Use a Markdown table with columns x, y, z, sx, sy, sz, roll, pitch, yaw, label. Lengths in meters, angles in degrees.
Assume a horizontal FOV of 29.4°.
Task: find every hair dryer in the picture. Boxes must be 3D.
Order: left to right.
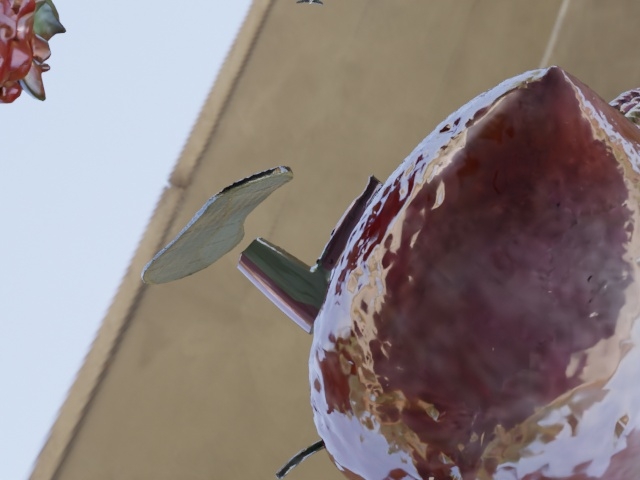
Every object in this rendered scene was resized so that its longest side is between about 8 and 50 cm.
| x | y | z | sx | sy | sz | roll | pitch | yaw | label |
| --- | --- | --- | --- | --- | --- | --- | --- | --- | --- |
| 0.007 | 0.002 | 1.160 | 0.106 | 0.054 | 0.154 | 42 | -92 | 10 | hair dryer |

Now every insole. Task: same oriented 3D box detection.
| x | y | z | sx | sy | sz | roll | pitch | yaw | label |
| --- | --- | --- | --- | --- | --- | --- | --- | --- | --- |
| -0.111 | -0.005 | 1.239 | 0.119 | 0.348 | 0.009 | -20 | -99 | -26 | insole |

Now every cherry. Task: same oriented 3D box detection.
| x | y | z | sx | sy | sz | roll | pitch | yaw | label |
| --- | --- | --- | --- | --- | --- | --- | --- | --- | --- |
| 0.089 | 0.031 | 0.570 | 0.192 | 0.249 | 0.175 | -7 | -144 | -19 | cherry |

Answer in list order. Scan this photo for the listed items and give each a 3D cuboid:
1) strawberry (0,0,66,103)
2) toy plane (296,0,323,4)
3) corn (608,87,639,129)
| x | y | z | sx | sy | sz | roll | pitch | yaw | label |
| --- | --- | --- | --- | --- | --- | --- | --- | --- | --- |
| -0.387 | -0.188 | 0.949 | 0.351 | 0.312 | 0.267 | -8 | -77 | -4 | strawberry |
| -0.002 | -0.311 | 1.492 | 0.078 | 0.024 | 0.084 | 6 | -141 | 18 | toy plane |
| 0.253 | -0.050 | 1.109 | 0.127 | 0.126 | 0.335 | 35 | -138 | 25 | corn |
